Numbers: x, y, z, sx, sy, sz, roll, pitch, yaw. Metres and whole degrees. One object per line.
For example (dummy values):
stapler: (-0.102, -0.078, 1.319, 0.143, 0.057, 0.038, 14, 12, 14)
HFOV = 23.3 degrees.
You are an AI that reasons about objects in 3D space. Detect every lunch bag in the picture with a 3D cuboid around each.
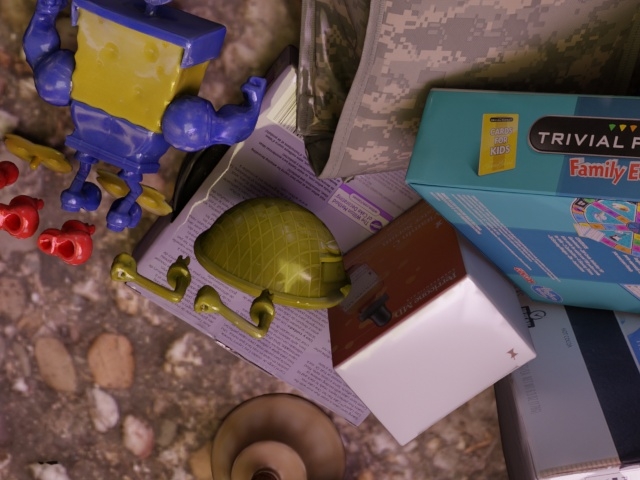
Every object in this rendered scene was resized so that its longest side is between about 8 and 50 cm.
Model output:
lunch bag: (0.112, -0.170, 1.168, 0.235, 0.169, 0.287, -6, 137, -17)

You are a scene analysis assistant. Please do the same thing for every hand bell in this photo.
hand bell: (-0.050, 0.209, 1.312, 0.126, 0.242, 0.126, 0, 93, 5)

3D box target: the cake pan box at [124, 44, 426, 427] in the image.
cake pan box: (0.000, 0.000, 1.328, 0.267, 0.070, 0.246, 32, 108, -15)

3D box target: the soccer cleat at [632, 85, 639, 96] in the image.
soccer cleat: (0.264, -0.086, 1.237, 0.095, 0.083, 0.248, -13, 149, -21)

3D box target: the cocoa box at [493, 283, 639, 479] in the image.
cocoa box: (0.272, 0.172, 1.259, 0.228, 0.347, 0.231, -9, 115, 3)

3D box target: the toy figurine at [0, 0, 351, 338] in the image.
toy figurine: (-0.132, -0.101, 1.171, 0.362, 0.191, 0.217, 22, 106, 18)

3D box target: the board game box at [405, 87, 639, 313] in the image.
board game box: (0.267, -0.015, 1.098, 0.336, 0.079, 0.254, 6, 162, 31)

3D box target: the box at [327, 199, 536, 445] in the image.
box: (0.082, 0.055, 1.226, 0.130, 0.170, 0.091, -36, 111, 13)
